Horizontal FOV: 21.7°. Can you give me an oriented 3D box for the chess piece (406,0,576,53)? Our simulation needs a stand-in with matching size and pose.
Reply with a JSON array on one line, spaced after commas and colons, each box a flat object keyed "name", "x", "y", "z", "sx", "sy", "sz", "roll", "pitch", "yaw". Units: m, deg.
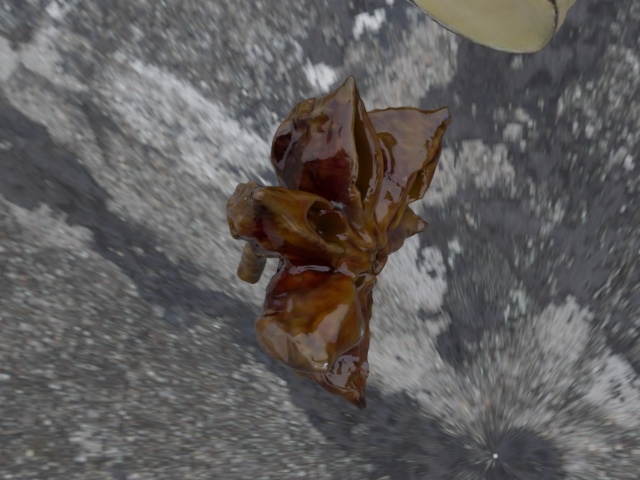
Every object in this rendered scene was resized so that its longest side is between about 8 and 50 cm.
[{"name": "chess piece", "x": 0.159, "y": -0.276, "z": 1.109, "sx": 0.138, "sy": 0.124, "sz": 0.307, "roll": 23, "pitch": 59, "yaw": 20}]

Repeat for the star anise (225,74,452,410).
[{"name": "star anise", "x": 0.002, "y": 0.003, "z": 0.982, "sx": 0.111, "sy": 0.196, "sz": 0.212, "roll": 20, "pitch": 107, "yaw": 6}]
